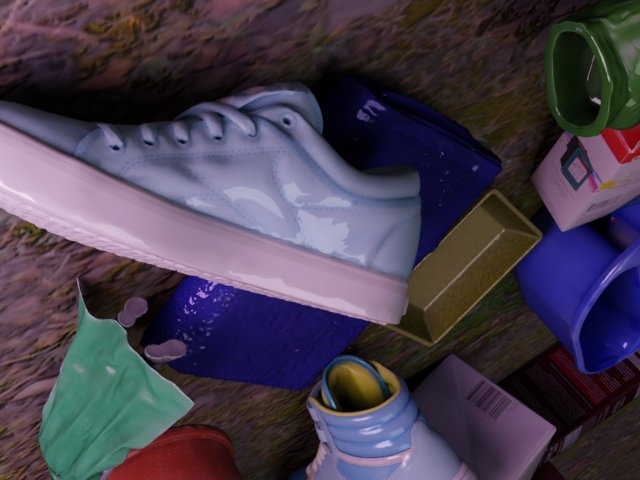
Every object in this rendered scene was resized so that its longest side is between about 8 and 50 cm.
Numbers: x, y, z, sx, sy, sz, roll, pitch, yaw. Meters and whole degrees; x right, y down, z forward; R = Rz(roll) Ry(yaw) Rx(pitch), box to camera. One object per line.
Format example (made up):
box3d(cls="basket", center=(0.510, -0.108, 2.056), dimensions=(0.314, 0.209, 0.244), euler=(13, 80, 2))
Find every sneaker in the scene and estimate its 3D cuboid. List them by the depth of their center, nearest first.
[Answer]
box3d(cls="sneaker", center=(-0.077, -0.051, 0.688), dimensions=(0.365, 0.135, 0.150), euler=(19, 82, -38))
box3d(cls="sneaker", center=(0.029, 0.237, 1.198), dimensions=(0.127, 0.208, 0.319), euler=(-39, -169, -39))

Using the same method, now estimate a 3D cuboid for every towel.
box3d(cls="towel", center=(0.000, 0.000, 0.898), dimensions=(0.227, 0.076, 0.308), euler=(20, 116, -48))

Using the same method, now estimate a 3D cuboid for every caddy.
box3d(cls="caddy", center=(0.393, 0.045, 1.282), dimensions=(0.241, 0.179, 0.341), euler=(-40, 150, -3))

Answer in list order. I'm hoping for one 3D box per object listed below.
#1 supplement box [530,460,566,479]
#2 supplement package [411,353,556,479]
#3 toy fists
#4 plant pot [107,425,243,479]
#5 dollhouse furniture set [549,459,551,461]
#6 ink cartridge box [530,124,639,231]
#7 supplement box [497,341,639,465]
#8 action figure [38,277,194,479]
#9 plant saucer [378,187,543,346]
box3d(cls="supplement box", center=(0.287, 0.409, 1.619), dimensions=(0.191, 0.194, 0.129), euler=(-39, 150, -2))
box3d(cls="supplement package", center=(0.176, 0.335, 1.388), dimensions=(0.175, 0.177, 0.293), euler=(-40, 154, -33))
box3d(cls="toy fists", center=(0.265, -0.220, 0.821), dimensions=(0.142, 0.096, 0.279), euler=(-28, 126, -25))
box3d(cls="plant pot", center=(-0.140, 0.384, 1.039), dimensions=(0.272, 0.265, 0.272), euler=(-29, 148, -20))
box3d(cls="dollhouse furniture set", center=(0.381, 0.483, 1.831), dimensions=(0.129, 0.184, 0.129), euler=(-25, 146, -25))
box3d(cls="ink cartridge box", center=(0.327, -0.107, 1.038), dimensions=(0.134, 0.078, 0.231), euler=(-20, 160, -18))
box3d(cls="supplement box", center=(0.400, 0.232, 1.581), dimensions=(0.239, 0.130, 0.073), euler=(-30, 148, -17))
box3d(cls="action figure", center=(-0.188, 0.146, 0.847), dimensions=(0.063, 0.137, 0.232), euler=(-24, 157, -48))
box3d(cls="plant saucer", center=(0.141, 0.024, 1.103), dimensions=(0.188, 0.045, 0.188), euler=(-46, 149, 9))
